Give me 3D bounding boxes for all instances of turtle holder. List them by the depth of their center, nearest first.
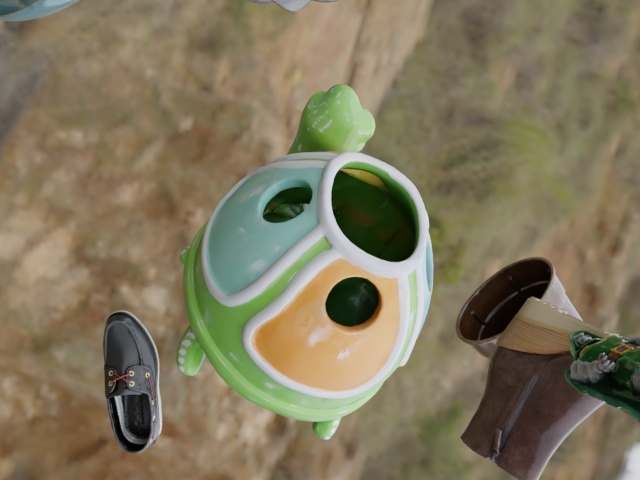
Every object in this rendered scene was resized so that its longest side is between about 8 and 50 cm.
[{"bbox_3d":[0.012,0.015,1.689,0.227,0.243,0.320,-50,180,43],"label":"turtle holder"}]

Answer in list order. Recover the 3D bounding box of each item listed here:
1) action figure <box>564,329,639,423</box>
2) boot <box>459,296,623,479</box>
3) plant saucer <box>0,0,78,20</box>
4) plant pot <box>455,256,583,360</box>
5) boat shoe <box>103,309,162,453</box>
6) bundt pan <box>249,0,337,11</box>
[{"bbox_3d":[0.284,0.115,1.504,0.232,0.137,0.063,16,-55,66],"label":"action figure"},{"bbox_3d":[0.302,0.202,2.053,0.090,0.248,0.207,16,98,-53],"label":"boot"},{"bbox_3d":[-0.223,-0.338,1.701,0.317,0.044,0.317,-34,-146,27],"label":"plant saucer"},{"bbox_3d":[0.305,0.138,2.402,0.167,0.165,0.167,-35,-159,16],"label":"plant pot"},{"bbox_3d":[-0.174,0.130,1.566,0.042,0.049,0.133,-56,140,-71],"label":"boat shoe"},{"bbox_3d":[-0.010,-0.392,1.857,0.124,0.331,0.331,38,68,-56],"label":"bundt pan"}]
